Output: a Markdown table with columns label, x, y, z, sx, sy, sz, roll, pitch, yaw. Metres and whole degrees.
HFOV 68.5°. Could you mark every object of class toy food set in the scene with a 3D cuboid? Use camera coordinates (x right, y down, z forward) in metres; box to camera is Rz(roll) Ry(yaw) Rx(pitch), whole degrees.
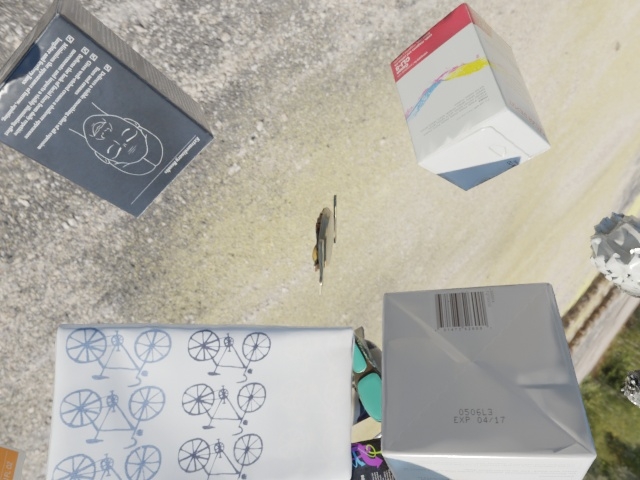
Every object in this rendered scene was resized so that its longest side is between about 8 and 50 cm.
| label | x | y | z | sx | sy | sz | roll | pitch | yaw |
| --- | --- | --- | --- | --- | --- | --- | --- | --- | --- |
| toy food set | 0.000 | 0.000 | 0.911 | 0.192 | 0.038 | 0.132 | -72 | 164 | -57 |

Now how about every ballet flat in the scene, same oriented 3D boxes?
| label | x | y | z | sx | sy | sz | roll | pitch | yaw |
| --- | --- | --- | --- | --- | --- | --- | --- | --- | --- |
| ballet flat | 0.099 | 0.273 | 0.957 | 0.070 | 0.188 | 0.070 | -20 | 157 | -9 |

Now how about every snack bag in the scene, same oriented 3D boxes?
| label | x | y | z | sx | sy | sz | roll | pitch | yaw |
| --- | --- | --- | --- | --- | --- | --- | --- | --- | --- |
| snack bag | -0.096 | 0.253 | 0.457 | 0.323 | 0.037 | 0.342 | 9 | 79 | -33 |

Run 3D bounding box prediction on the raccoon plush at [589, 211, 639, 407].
| label | x | y | z | sx | sy | sz | roll | pitch | yaw |
| --- | --- | --- | --- | --- | --- | --- | --- | --- | --- |
| raccoon plush | 0.439 | 0.134 | 0.608 | 0.216 | 0.446 | 0.299 | -80 | -166 | -56 |

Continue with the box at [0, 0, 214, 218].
| label | x | y | z | sx | sy | sz | roll | pitch | yaw |
| --- | --- | --- | --- | --- | --- | --- | --- | --- | --- |
| box | -0.502 | -0.294 | 1.087 | 0.293 | 0.212 | 0.395 | -42 | 132 | 11 |

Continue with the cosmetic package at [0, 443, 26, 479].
| label | x | y | z | sx | sy | sz | roll | pitch | yaw |
| --- | --- | --- | --- | --- | --- | --- | --- | --- | --- |
| cosmetic package | -0.892 | 0.507 | 0.975 | 0.453 | 0.230 | 0.161 | 37 | 90 | -31 |

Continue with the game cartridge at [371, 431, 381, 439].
| label | x | y | z | sx | sy | sz | roll | pitch | yaw |
| --- | --- | --- | --- | --- | --- | --- | --- | --- | --- |
| game cartridge | 0.218 | 0.412 | 1.077 | 0.294 | 0.060 | 0.196 | -44 | 152 | 15 |

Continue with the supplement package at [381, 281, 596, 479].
| label | x | y | z | sx | sy | sz | roll | pitch | yaw |
| --- | --- | --- | --- | --- | --- | --- | --- | --- | --- |
| supplement package | 0.178 | 0.205 | 0.548 | 0.293 | 0.177 | 0.175 | 69 | 20 | -47 |

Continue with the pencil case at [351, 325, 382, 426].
| label | x | y | z | sx | sy | sz | roll | pitch | yaw |
| --- | --- | --- | --- | --- | --- | --- | --- | --- | --- |
| pencil case | -0.042 | 0.345 | 0.997 | 0.410 | 0.183 | 0.160 | -20 | 157 | -23 |

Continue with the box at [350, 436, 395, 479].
| label | x | y | z | sx | sy | sz | roll | pitch | yaw |
| --- | --- | --- | --- | --- | --- | --- | --- | --- | --- |
| box | 0.117 | 0.376 | 0.757 | 0.162 | 0.116 | 0.029 | -9 | 162 | -4 |

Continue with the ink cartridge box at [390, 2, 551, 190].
| label | x | y | z | sx | sy | sz | roll | pitch | yaw |
| --- | --- | --- | --- | --- | --- | --- | --- | --- | --- |
| ink cartridge box | 0.193 | -0.180 | 0.619 | 0.128 | 0.176 | 0.127 | 17 | 145 | -41 |
